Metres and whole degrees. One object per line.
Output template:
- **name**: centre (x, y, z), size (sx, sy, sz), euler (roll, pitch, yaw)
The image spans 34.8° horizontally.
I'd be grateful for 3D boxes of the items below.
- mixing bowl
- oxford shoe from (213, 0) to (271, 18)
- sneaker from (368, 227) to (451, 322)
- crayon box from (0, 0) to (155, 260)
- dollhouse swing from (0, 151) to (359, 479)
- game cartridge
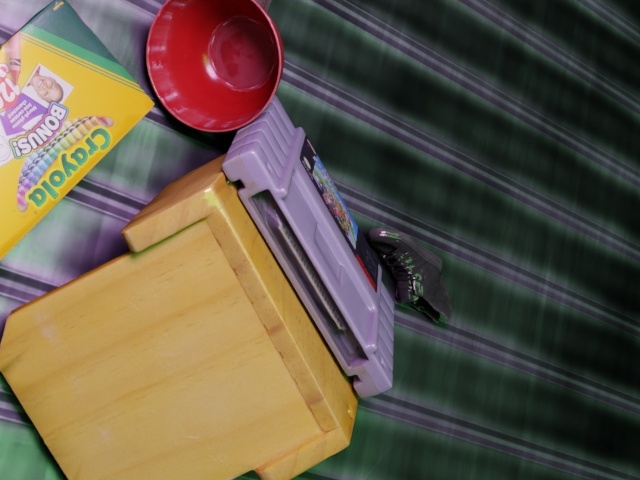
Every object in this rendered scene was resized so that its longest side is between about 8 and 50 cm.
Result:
- **mixing bowl**: centre (-0.116, -0.233, 1.286), size (0.098, 0.181, 0.181), euler (-35, 108, -65)
- **oxford shoe**: centre (-0.080, -0.413, 1.374), size (0.098, 0.097, 0.271), euler (32, 73, -48)
- **sneaker**: centre (0.130, 0.051, 1.486), size (0.170, 0.051, 0.089), euler (28, 65, -34)
- **crayon box**: centre (-0.340, -0.121, 1.148), size (0.165, 0.081, 0.278), euler (50, 60, -21)
- **dollhouse swing**: centre (-0.163, 0.122, 1.264), size (0.346, 0.305, 0.315), euler (62, 15, -13)
- **game cartridge**: centre (0.000, 0.000, 1.309), size (0.355, 0.068, 0.230), euler (60, 21, -20)
